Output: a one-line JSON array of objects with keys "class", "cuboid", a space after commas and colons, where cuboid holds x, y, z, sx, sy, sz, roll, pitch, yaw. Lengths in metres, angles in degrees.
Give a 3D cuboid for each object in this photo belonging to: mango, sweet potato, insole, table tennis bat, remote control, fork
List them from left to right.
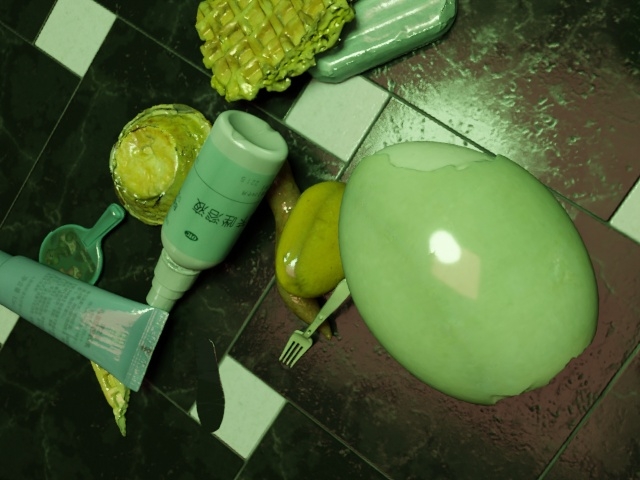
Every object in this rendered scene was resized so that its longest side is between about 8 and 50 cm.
[{"class": "table tennis bat", "cuboid": [-0.404, 0.011, 1.069, 0.201, 0.033, 0.124, -42, 81, 16]}, {"class": "insole", "cuboid": [-0.183, 0.236, 1.018, 0.053, 0.002, 0.153, -9, 87, 15]}, {"class": "sweet potato", "cuboid": [-0.043, 0.017, 0.953, 0.067, 0.059, 0.281, -10, 91, -24]}, {"class": "fork", "cuboid": [-0.007, 0.118, 0.912, 0.034, 0.028, 0.219, 38, 132, 5]}, {"class": "mango", "cuboid": [0.000, 0.000, 0.886, 0.098, 0.195, 0.137, 0, 126, 44]}, {"class": "remote control", "cuboid": [0.081, -0.317, 0.928, 0.247, 0.052, 0.104, -22, 85, 11]}]

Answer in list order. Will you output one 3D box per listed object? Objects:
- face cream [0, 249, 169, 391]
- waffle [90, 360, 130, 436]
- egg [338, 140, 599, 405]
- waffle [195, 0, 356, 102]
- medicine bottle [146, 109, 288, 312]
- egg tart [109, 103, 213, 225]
[{"class": "face cream", "cuboid": [-0.433, 0.103, 1.028, 0.385, 0.086, 0.135, 23, 93, 14]}, {"class": "waffle", "cuboid": [-0.318, 0.218, 1.045, 0.125, 0.032, 0.191, -27, 85, 11]}, {"class": "egg", "cuboid": [0.168, 0.022, 0.781, 0.278, 0.278, 0.336, -34, 87, 13]}, {"class": "waffle", "cuboid": [-0.061, -0.357, 0.925, 0.312, 0.060, 0.307, -2, 80, 35]}, {"class": "medicine bottle", "cuboid": [-0.175, -0.023, 0.936, 0.110, 0.110, 0.352, 42, 119, 12]}, {"class": "egg tart", "cuboid": [-0.258, -0.123, 1.002, 0.212, 0.090, 0.213, -1, 87, 19]}]
